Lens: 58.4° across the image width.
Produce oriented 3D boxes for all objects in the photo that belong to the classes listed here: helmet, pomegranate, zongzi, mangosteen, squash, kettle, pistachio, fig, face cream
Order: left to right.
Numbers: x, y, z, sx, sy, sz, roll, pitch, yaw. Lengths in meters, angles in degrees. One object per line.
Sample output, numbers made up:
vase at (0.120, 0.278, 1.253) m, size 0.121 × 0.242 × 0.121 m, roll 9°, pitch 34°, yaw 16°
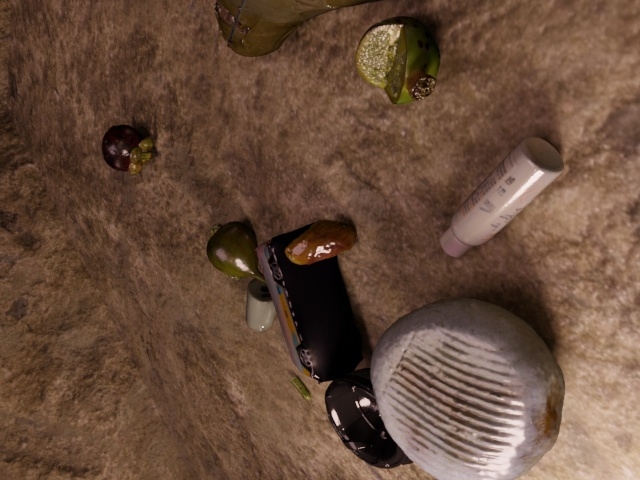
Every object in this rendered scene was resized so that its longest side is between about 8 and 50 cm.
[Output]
mangosteen at (-0.664, -0.312, 1.986) m, size 0.180 × 0.166 × 0.166 m, roll 21°, pitch 128°, yaw 14°
fig at (-0.210, 0.067, 1.646) m, size 0.259 × 0.151 × 0.151 m, roll 46°, pitch 141°, yaw 3°
kettle at (-0.180, 0.181, 1.689) m, size 0.127 × 0.098 × 0.148 m, roll 39°, pitch 139°, yaw 24°
zongzi at (-0.046, -0.456, 1.126) m, size 0.393 × 0.174 × 0.356 m, roll 47°, pitch 144°, yaw 15°
squash at (-0.057, 0.451, 1.739) m, size 0.083 × 0.027 × 0.027 m, roll 45°, pitch 139°, yaw 25°
pistachio at (0.000, 0.000, 1.313) m, size 0.049 × 0.173 × 0.089 m, roll 126°, pitch 125°, yaw -87°
helmet at (0.148, 0.396, 1.343) m, size 0.279 × 0.160 × 0.230 m, roll -13°, pitch 101°, yaw 47°
pomegranate at (0.151, -0.307, 0.987) m, size 0.169 × 0.122 × 0.143 m, roll 38°, pitch 139°, yaw 34°
face cream at (0.295, -0.061, 0.980) m, size 0.082 × 0.082 × 0.269 m, roll 54°, pitch 143°, yaw 17°

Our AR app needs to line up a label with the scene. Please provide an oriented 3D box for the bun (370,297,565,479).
bun at (0.270, 0.265, 1.059) m, size 0.362 × 0.211 × 0.361 m, roll 14°, pitch 112°, yaw 36°

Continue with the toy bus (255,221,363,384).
toy bus at (-0.027, 0.157, 1.439) m, size 0.162 × 0.171 × 0.386 m, roll -3°, pitch 105°, yaw 67°

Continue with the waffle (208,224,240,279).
waffle at (-0.299, 0.037, 1.808) m, size 0.184 × 0.036 × 0.169 m, roll 22°, pitch 123°, yaw 43°
